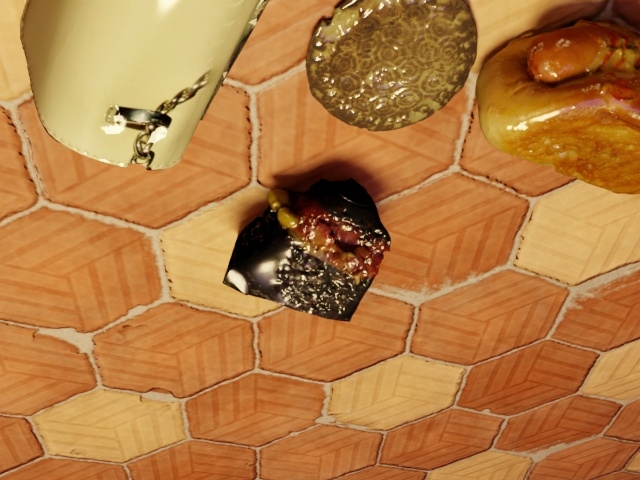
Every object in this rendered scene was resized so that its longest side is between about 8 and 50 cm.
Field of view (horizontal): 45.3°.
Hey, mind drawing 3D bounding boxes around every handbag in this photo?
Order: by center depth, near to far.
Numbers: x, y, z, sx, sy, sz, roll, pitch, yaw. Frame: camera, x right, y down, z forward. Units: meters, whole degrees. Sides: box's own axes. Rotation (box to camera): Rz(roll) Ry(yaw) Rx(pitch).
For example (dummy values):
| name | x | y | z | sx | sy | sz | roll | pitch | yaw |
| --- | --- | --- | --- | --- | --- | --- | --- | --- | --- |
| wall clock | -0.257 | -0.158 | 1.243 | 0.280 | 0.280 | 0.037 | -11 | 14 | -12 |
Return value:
| name | x | y | z | sx | sy | sz | roll | pitch | yaw |
| --- | --- | --- | --- | --- | --- | --- | --- | --- | --- |
| handbag | -0.095 | -0.251 | 0.547 | 0.160 | 0.237 | 0.358 | 12 | 135 | -28 |

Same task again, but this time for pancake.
| name | x | y | z | sx | sy | sz | roll | pitch | yaw |
| --- | --- | --- | --- | --- | --- | --- | --- | --- | --- |
| pancake | 0.077 | -0.194 | 0.820 | 0.199 | 0.021 | 0.199 | -6 | 140 | -5 |

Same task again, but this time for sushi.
| name | x | y | z | sx | sy | sz | roll | pitch | yaw |
| --- | --- | --- | --- | --- | --- | --- | --- | --- | --- |
| sushi | 0.000 | 0.000 | 0.941 | 0.172 | 0.153 | 0.150 | 28 | 111 | -10 |

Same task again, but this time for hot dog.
| name | x | y | z | sx | sy | sz | roll | pitch | yaw |
| --- | --- | --- | --- | --- | --- | --- | --- | --- | --- |
| hot dog | 0.305 | -0.150 | 0.832 | 0.256 | 0.150 | 0.153 | 15 | 143 | -27 |
